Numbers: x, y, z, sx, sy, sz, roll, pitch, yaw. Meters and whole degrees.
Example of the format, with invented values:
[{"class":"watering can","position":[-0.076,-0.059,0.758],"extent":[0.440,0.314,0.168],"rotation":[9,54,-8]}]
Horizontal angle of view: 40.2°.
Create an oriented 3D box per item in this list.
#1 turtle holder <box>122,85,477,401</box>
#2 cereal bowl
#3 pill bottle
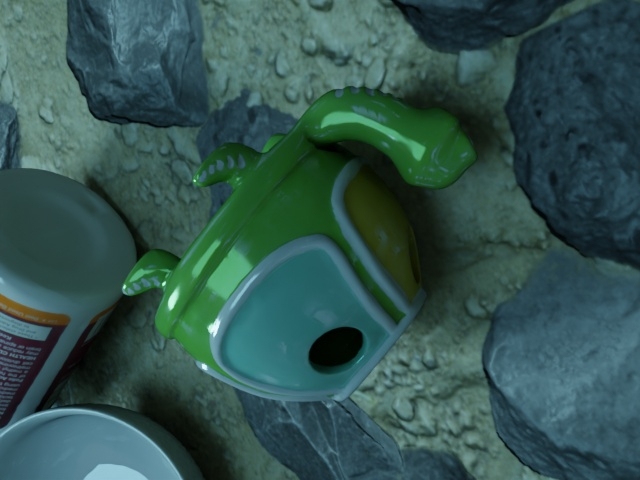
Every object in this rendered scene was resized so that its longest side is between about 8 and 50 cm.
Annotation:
[{"class":"turtle holder","position":[-0.004,0.007,0.849],"extent":[0.227,0.243,0.320],"rotation":[39,82,5]},{"class":"cereal bowl","position":[-0.287,0.374,1.142],"extent":[0.339,0.141,0.338],"rotation":[0,88,13]},{"class":"pill bottle","position":[-0.420,0.113,1.153],"extent":[0.224,0.224,0.392],"rotation":[49,124,15]}]
